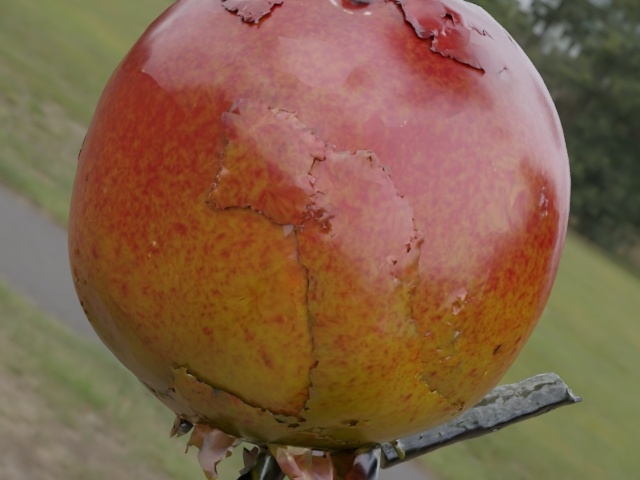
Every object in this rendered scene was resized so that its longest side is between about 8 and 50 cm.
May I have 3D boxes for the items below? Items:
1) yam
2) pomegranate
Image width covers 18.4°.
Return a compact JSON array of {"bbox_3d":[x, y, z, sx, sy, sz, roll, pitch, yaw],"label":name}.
[{"bbox_3d":[0.087,0.096,1.114,0.129,0.027,0.033,-16,40,-20],"label":"yam"},{"bbox_3d":[0.000,0.000,0.808,0.210,0.235,0.210,0,4,0],"label":"pomegranate"}]
